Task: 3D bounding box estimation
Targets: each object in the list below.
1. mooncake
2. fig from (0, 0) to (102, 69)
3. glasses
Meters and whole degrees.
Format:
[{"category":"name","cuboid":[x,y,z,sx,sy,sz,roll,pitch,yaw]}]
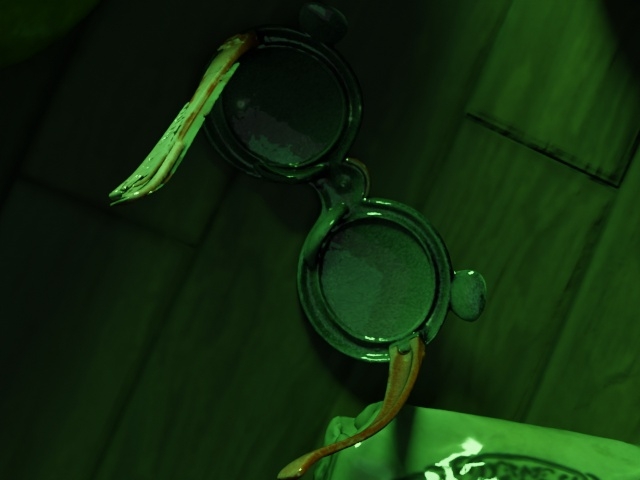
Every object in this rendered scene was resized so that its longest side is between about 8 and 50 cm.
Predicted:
[{"category":"mooncake","cuboid":[0.111,0.237,1.074,0.250,0.136,0.254,8,94,-8]},{"category":"fig","cuboid":[-0.242,-0.211,0.951,0.314,0.233,0.233,12,95,32]},{"category":"glasses","cuboid":[0.000,0.000,0.965,0.118,0.268,0.234,-25,103,12]}]
